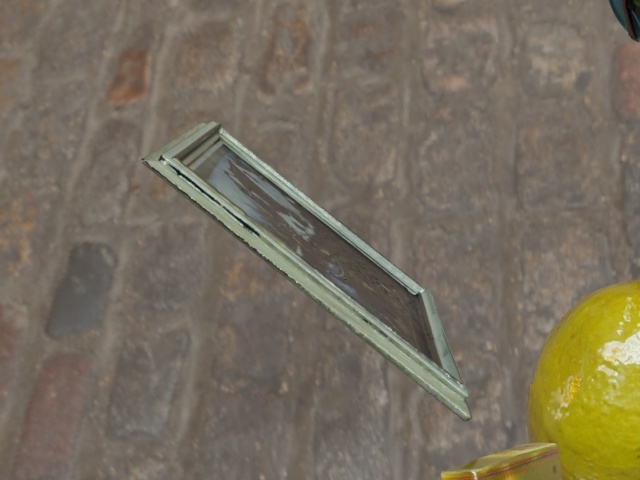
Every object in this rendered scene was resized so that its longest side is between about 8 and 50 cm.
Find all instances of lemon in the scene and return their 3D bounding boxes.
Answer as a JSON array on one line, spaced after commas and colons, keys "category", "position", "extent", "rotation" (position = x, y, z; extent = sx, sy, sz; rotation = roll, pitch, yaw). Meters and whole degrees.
[{"category": "lemon", "position": [0.348, 0.173, 1.393], "extent": [0.236, 0.263, 0.236], "rotation": [18, 42, -16]}]

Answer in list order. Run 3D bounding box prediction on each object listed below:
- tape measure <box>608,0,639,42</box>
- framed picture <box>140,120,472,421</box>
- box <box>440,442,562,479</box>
[{"category": "tape measure", "position": [0.392, -0.291, 1.468], "extent": [0.081, 0.146, 0.125], "rotation": [-34, 47, -14]}, {"category": "framed picture", "position": [0.000, 0.000, 0.814], "extent": [0.232, 0.296, 0.019], "rotation": [39, 97, -6]}, {"category": "box", "position": [0.092, 0.178, 0.583], "extent": [0.022, 0.089, 0.156], "rotation": [-7, 85, 35]}]
